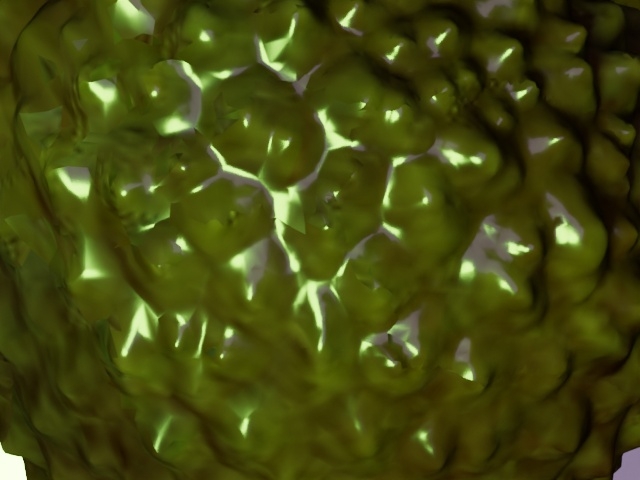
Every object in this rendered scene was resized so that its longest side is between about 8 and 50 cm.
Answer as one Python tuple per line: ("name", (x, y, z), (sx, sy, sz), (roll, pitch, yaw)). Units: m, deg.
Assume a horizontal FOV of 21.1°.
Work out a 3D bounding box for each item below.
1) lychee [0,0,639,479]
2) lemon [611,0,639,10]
("lychee", (0.000, 0.000, 0.438), (0.200, 0.238, 0.200), (-9, 55, 13))
("lemon", (0.094, -0.089, 0.477), (0.110, 0.082, 0.082), (14, 95, 4))
